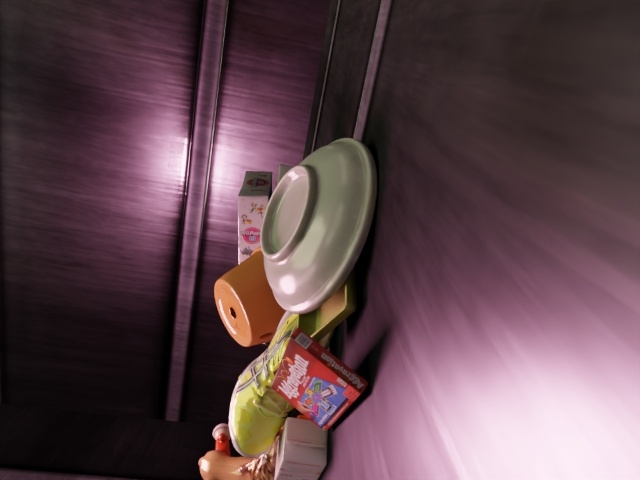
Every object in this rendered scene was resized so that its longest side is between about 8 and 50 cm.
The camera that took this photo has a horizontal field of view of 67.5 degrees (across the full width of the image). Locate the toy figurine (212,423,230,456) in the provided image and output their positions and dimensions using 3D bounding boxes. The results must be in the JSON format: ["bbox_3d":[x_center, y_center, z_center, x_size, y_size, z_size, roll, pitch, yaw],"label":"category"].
[{"bbox_3d":[-0.204,0.605,1.471,0.209,0.213,0.148,-50,25,11],"label":"toy figurine"}]

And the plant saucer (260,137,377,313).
[{"bbox_3d":[-0.039,-0.047,1.031,0.400,0.101,0.400,-42,38,44],"label":"plant saucer"}]

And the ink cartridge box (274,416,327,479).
[{"bbox_3d":[-0.039,0.446,1.021,0.089,0.092,0.143,-88,11,-46],"label":"ink cartridge box"}]

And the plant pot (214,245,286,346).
[{"bbox_3d":[-0.161,0.164,1.345,0.291,0.204,0.290,32,133,42],"label":"plant pot"}]

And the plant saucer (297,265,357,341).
[{"bbox_3d":[0.019,0.112,0.988,0.188,0.045,0.188,-48,28,39],"label":"plant saucer"}]

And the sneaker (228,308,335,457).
[{"bbox_3d":[-0.087,0.292,1.070,0.384,0.145,0.147,-65,9,-16],"label":"sneaker"}]

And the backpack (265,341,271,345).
[{"bbox_3d":[-0.164,0.324,1.844,0.188,0.166,0.144,-171,92,-79],"label":"backpack"}]

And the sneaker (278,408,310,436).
[{"bbox_3d":[-0.064,0.420,1.249,0.121,0.100,0.262,-83,7,-48],"label":"sneaker"}]

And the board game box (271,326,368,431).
[{"bbox_3d":[-0.014,0.264,0.874,0.027,0.145,0.281,-45,-15,-32],"label":"board game box"}]

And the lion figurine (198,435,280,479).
[{"bbox_3d":[-0.197,0.600,1.240,0.142,0.393,0.240,-83,-28,-48],"label":"lion figurine"}]

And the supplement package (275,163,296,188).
[{"bbox_3d":[-0.066,-0.089,1.539,0.292,0.176,0.177,-90,9,-52],"label":"supplement package"}]

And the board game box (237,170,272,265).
[{"bbox_3d":[-0.211,-0.049,1.574,0.224,0.098,0.303,-94,6,-62],"label":"board game box"}]
